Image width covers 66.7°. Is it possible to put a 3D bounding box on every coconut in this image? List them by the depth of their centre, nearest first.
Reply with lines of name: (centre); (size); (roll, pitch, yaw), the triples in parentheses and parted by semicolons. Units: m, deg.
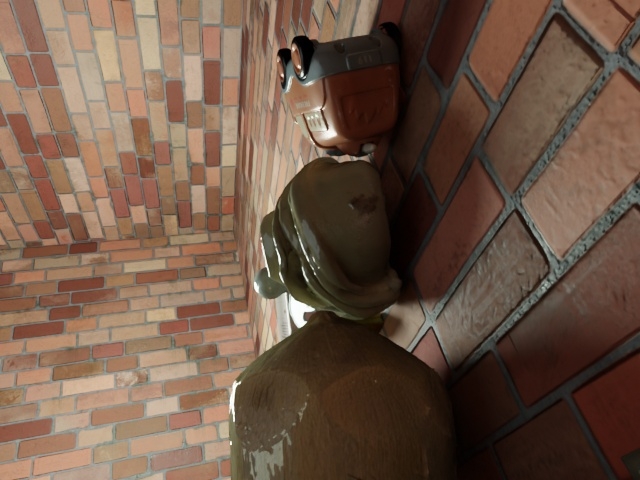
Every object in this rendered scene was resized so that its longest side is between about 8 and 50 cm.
coconut: (0.031, 0.289, 0.735); (0.346, 0.345, 0.361); (158, 115, -73)

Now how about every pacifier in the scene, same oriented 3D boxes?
pacifier: (-0.061, 0.106, 1.250); (0.238, 0.225, 0.288); (-17, 79, 55)

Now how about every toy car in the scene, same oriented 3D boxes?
toy car: (0.038, -0.257, 0.880); (0.270, 0.180, 0.213); (-145, 42, -69)

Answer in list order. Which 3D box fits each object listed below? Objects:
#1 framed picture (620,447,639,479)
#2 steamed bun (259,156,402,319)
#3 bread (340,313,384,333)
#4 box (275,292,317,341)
framed picture: (0.323, 0.234, 0.298); (0.189, 0.023, 0.260); (100, 158, -50)
steamed bun: (0.002, 0.010, 0.934); (0.324, 0.219, 0.310); (-137, 33, -69)
bread: (0.075, 0.187, 1.013); (0.090, 0.094, 0.035); (104, 157, -49)
box: (-0.082, 0.208, 1.556); (0.203, 0.106, 0.252); (150, 115, -72)
